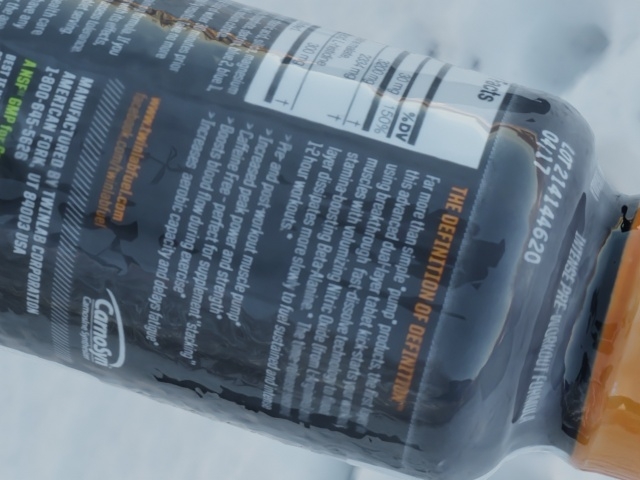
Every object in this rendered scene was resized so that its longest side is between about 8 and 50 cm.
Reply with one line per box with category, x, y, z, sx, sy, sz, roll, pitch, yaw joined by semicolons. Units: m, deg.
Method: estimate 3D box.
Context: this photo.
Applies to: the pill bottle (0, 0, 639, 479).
pill bottle;0.000;0.000;0.536;0.245;0.130;0.130;17;81;8
